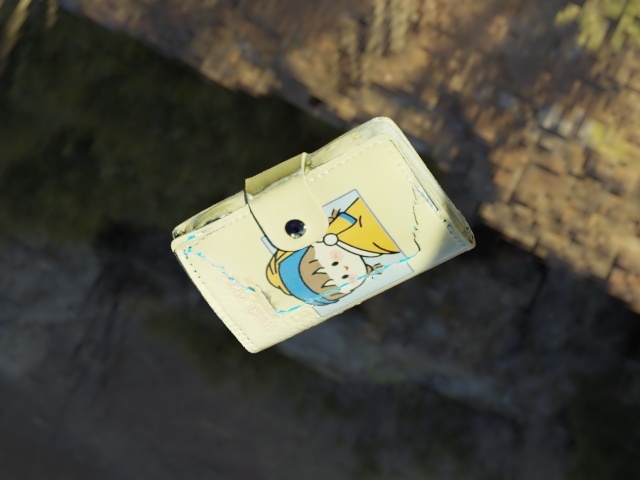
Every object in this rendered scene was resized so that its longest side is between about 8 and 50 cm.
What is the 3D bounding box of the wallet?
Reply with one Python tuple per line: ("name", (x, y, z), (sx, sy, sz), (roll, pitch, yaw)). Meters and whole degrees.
("wallet", (0.000, 0.000, 1.144), (0.155, 0.039, 0.110), (-28, 125, 15))
